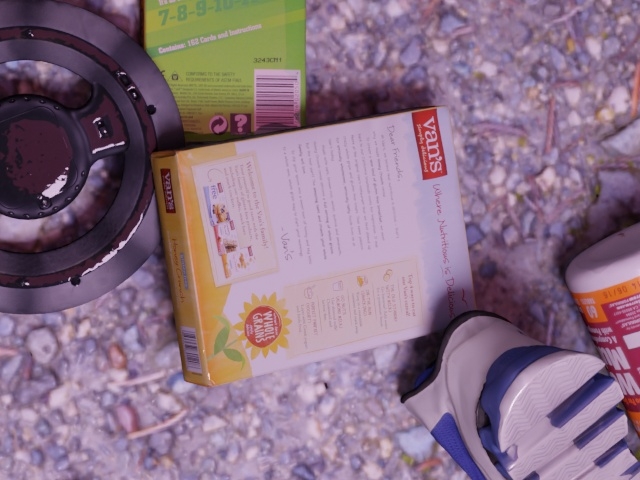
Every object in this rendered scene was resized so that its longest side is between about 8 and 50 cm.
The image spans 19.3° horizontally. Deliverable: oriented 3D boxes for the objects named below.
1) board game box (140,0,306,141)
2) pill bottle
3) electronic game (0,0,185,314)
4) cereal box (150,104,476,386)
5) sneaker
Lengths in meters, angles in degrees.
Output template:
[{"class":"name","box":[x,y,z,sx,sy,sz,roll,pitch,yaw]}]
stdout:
[{"class":"board game box","box":[-0.073,-0.203,1.405,0.124,0.039,0.259,0,94,-15]},{"class":"pill bottle","box":[0.288,0.097,1.469,0.121,0.121,0.221,-28,98,-14]},{"class":"electronic game","box":[-0.212,-0.060,1.357,0.229,0.048,0.229,-1,95,-7]},{"class":"cereal box","box":[0.000,0.000,1.393,0.240,0.047,0.173,-11,97,-31]},{"class":"sneaker","box":[0.165,0.160,1.436,0.127,0.182,0.315,-33,128,-11]}]
